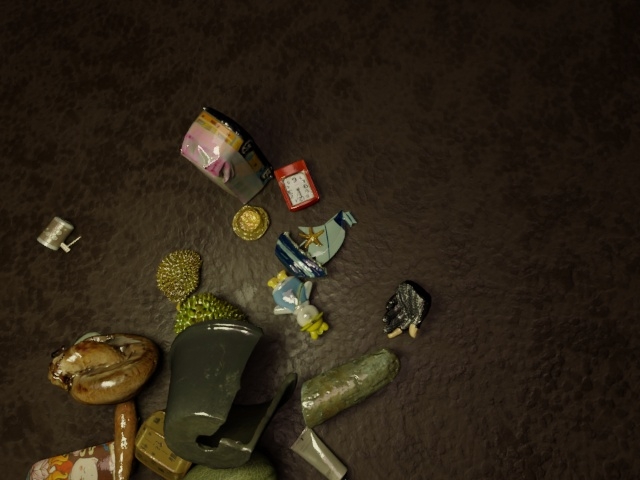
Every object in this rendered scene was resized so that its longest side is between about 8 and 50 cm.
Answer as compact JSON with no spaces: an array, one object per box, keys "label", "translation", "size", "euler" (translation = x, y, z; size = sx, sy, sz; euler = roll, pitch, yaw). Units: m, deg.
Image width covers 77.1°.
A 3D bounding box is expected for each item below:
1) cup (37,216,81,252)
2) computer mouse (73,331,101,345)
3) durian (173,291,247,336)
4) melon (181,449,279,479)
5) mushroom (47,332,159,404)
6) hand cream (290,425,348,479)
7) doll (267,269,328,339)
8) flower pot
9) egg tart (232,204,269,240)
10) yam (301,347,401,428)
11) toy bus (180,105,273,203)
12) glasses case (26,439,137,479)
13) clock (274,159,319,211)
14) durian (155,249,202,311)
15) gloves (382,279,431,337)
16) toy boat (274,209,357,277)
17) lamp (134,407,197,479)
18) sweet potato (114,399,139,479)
[{"label":"cup","translation":[-0.897,-0.019,1.383],"size":[0.102,0.074,0.099],"euler":[31,80,9]},{"label":"computer mouse","translation":[-0.774,0.383,1.294],"size":[0.089,0.056,0.182],"euler":[27,80,13]},{"label":"durian","translation":[-0.342,0.275,1.241],"size":[0.236,0.176,0.200],"euler":[38,102,-1]},{"label":"melon","translation":[-0.255,0.707,1.096],"size":[0.301,0.237,0.238],"euler":[-28,77,-8]},{"label":"mushroom","translation":[-0.642,0.379,1.188],"size":[0.263,0.282,0.195],"euler":[40,108,49]},{"label":"hand cream","translation":[0.006,0.647,1.194],"size":[0.186,0.054,0.087],"euler":[37,86,17]},{"label":"doll","translation":[-0.070,0.203,1.274],"size":[0.135,0.099,0.241],"euler":[-29,75,-44]},{"label":"flower pot","translation":[-0.269,0.431,1.070],"size":[0.378,0.251,0.380],"euler":[2,121,4]},{"label":"egg tart","translation":[-0.240,-0.065,1.369],"size":[0.130,0.052,0.131],"euler":[-1,78,6]},{"label":"yam","translation":[0.089,0.424,1.200],"size":[0.329,0.133,0.133],"euler":[-26,77,-6]},{"label":"toy bus","translation":[-0.281,-0.243,1.246],"size":[0.171,0.386,0.163],"euler":[33,85,11]},{"label":"glasses case","translation":[-0.712,0.690,1.203],"size":[0.320,0.082,0.122],"euler":[-14,71,-3]},{"label":"clock","translation":[-0.080,-0.183,1.385],"size":[0.113,0.061,0.155],"euler":[-22,80,-2]},{"label":"durian","translation":[-0.470,0.129,1.314],"size":[0.146,0.102,0.209],"euler":[0,81,-3]},{"label":"gloves","translation":[0.264,0.228,1.262],"size":[0.129,0.106,0.181],"euler":[34,109,11]},{"label":"toy boat","translation":[0.000,0.000,1.342],"size":[0.291,0.067,0.220],"euler":[-37,63,-19]},{"label":"lamp","translation":[-0.436,0.594,1.177],"size":[0.184,0.161,0.161],"euler":[28,80,11]},{"label":"sweet potato","translation":[-0.574,0.578,1.193],"size":[0.072,0.066,0.315],"euler":[-2,56,-26]}]
